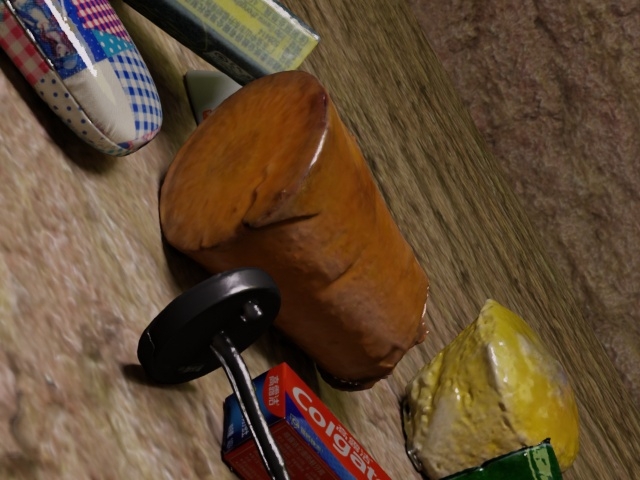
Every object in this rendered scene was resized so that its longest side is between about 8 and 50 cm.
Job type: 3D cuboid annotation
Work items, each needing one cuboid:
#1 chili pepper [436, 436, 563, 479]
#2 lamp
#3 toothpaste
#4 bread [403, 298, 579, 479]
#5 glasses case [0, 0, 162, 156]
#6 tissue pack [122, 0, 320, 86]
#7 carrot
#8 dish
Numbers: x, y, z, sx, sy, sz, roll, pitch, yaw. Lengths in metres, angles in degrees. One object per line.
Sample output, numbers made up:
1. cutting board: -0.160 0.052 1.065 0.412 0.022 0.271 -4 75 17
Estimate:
1. chili pepper: 0.202 0.338 1.282 0.099 0.136 0.270 93 -22 -74
2. lamp: -0.037 0.209 0.940 0.130 0.108 0.371 -5 72 -49
3. toothpaste: 0.041 0.237 1.100 0.320 0.066 0.076 51 17 -26
4. bread: 0.182 0.176 1.437 0.197 0.170 0.197 49 17 -21
5. glasses case: -0.237 -0.210 1.085 0.327 0.076 0.125 55 18 -7
6. tissue pack: -0.138 -0.240 1.245 0.257 0.081 0.185 37 -2 -18
7. carrot: 0.000 0.000 1.203 0.254 0.196 0.196 46 20 -36
8. dish: -0.054 -0.080 1.410 0.154 0.064 0.234 39 25 -49
